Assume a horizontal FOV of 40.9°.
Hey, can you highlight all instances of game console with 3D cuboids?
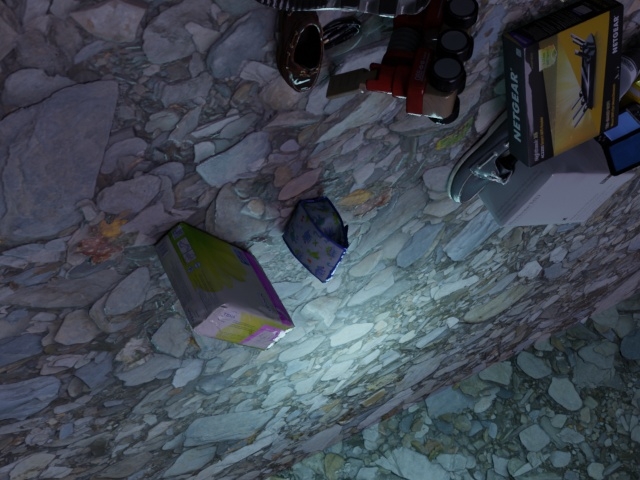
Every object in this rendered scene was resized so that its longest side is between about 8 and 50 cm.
[{"bbox_3d":[0.728,-0.242,2.057,0.124,0.085,0.144,37,137,-25],"label":"game console"}]

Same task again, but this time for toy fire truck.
[{"bbox_3d":[0.137,-0.319,1.508,0.246,0.217,0.158,11,152,10],"label":"toy fire truck"}]

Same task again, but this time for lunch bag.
[{"bbox_3d":[0.000,0.000,1.892,0.096,0.151,0.129,-11,146,-33],"label":"lunch bag"}]

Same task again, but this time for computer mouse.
[{"bbox_3d":[0.098,-0.395,1.455,0.242,0.041,0.071,-35,153,10],"label":"computer mouse"}]

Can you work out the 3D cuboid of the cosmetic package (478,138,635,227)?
[{"bbox_3d":[0.607,-0.160,2.227,0.385,0.156,0.217,-7,146,-40],"label":"cosmetic package"}]

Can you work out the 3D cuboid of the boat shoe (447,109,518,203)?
[{"bbox_3d":[0.417,-0.186,2.055,0.116,0.099,0.319,-5,143,-40],"label":"boat shoe"}]

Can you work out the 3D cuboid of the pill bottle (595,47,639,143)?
[{"bbox_3d":[0.765,-0.339,2.106,0.136,0.136,0.245,-17,150,-25],"label":"pill bottle"}]

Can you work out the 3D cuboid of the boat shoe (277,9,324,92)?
[{"bbox_3d":[-0.031,-0.311,1.432,0.073,0.073,0.207,-27,154,-10],"label":"boat shoe"}]

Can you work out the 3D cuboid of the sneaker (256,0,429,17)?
[{"bbox_3d":[-0.011,-0.399,1.264,0.331,0.146,0.122,9,109,-19],"label":"sneaker"}]

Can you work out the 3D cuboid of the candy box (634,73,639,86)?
[{"bbox_3d":[0.808,-0.416,1.969,0.206,0.105,0.027,-60,-170,-13],"label":"candy box"}]

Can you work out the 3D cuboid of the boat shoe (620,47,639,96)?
[{"bbox_3d":[0.647,-0.342,2.018,0.105,0.113,0.306,-40,167,-31],"label":"boat shoe"}]

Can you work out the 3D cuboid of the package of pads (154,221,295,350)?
[{"bbox_3d":[-0.195,0.108,1.792,0.101,0.229,0.296,-39,151,14],"label":"package of pads"}]

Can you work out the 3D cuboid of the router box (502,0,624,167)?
[{"bbox_3d":[0.517,-0.336,1.825,0.243,0.081,0.308,-26,133,-11],"label":"router box"}]
